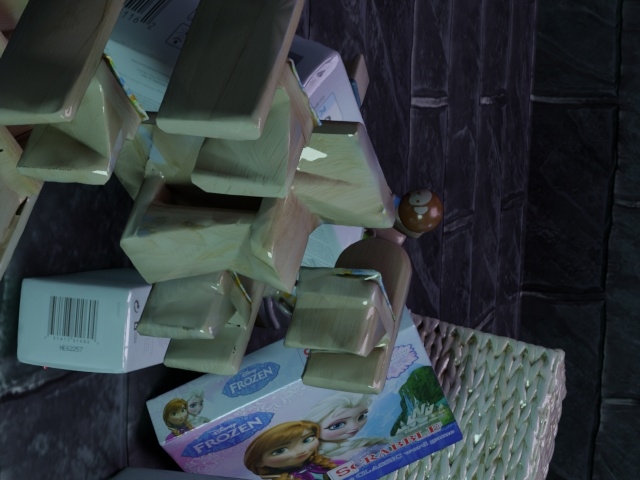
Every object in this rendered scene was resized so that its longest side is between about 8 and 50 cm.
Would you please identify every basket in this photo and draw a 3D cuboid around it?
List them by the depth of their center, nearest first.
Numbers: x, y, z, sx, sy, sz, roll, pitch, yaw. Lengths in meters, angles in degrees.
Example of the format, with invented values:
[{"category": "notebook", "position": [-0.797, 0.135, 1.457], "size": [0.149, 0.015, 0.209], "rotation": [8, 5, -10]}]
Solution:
[{"category": "basket", "position": [0.203, 0.313, 1.950], "size": [0.328, 0.266, 0.331], "rotation": [60, 45, -69]}]

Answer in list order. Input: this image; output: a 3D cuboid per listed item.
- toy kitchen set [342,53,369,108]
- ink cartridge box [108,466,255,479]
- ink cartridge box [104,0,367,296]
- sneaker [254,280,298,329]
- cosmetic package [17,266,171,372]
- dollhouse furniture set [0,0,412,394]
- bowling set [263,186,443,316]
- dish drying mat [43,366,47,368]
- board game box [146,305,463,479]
[{"category": "toy kitchen set", "position": [-0.016, -0.122, 1.658], "size": [0.207, 0.166, 0.122], "rotation": [75, 29, -42]}, {"category": "ink cartridge box", "position": [-0.156, 0.363, 1.403], "size": [0.093, 0.154, 0.212], "rotation": [-24, 118, -79]}, {"category": "ink cartridge box", "position": [-0.076, -0.083, 1.302], "size": [0.091, 0.308, 0.385], "rotation": [-53, 147, -19]}, {"category": "sneaker", "position": [0.000, 0.000, 1.783], "size": [0.112, 0.131, 0.296], "rotation": [65, 35, -50]}, {"category": "cosmetic package", "position": [-0.192, 0.075, 1.295], "size": [0.231, 0.117, 0.085], "rotation": [0, 95, -72]}, {"category": "dollhouse furniture set", "position": [-0.134, -0.092, 1.033], "size": [0.362, 0.394, 0.256], "rotation": [64, 36, -54]}, {"category": "bowling set", "position": [0.048, -0.027, 1.607], "size": [0.200, 0.154, 0.287], "rotation": [-53, -175, 35]}, {"category": "dish drying mat", "position": [-0.264, 0.081, 1.274], "size": [0.032, 0.008, 0.083], "rotation": [-36, 128, -65]}, {"category": "board game box", "position": [-0.006, 0.220, 1.589], "size": [0.318, 0.319, 0.066], "rotation": [62, 3, -54]}]
